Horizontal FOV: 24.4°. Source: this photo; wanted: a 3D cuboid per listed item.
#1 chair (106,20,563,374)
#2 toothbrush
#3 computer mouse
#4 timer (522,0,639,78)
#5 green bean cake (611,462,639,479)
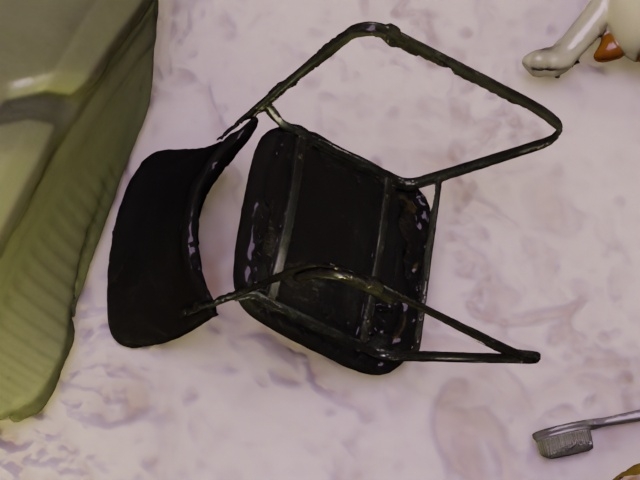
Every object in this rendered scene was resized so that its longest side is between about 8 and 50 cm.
[{"bbox_3d":[0.000,0.000,0.797,0.145,0.221,0.140,26,62,-32],"label":"chair"},{"bbox_3d":[0.209,0.088,0.789,0.194,0.014,0.017,-13,66,-2],"label":"toothbrush"},{"bbox_3d":[-0.229,-0.056,0.811,0.228,0.145,0.429,14,68,12],"label":"computer mouse"},{"bbox_3d":[0.208,-0.217,0.869,0.175,0.175,0.266,9,83,7],"label":"timer"},{"bbox_3d":[0.167,0.218,0.673,0.229,0.131,0.224,-27,65,-5],"label":"green bean cake"}]
